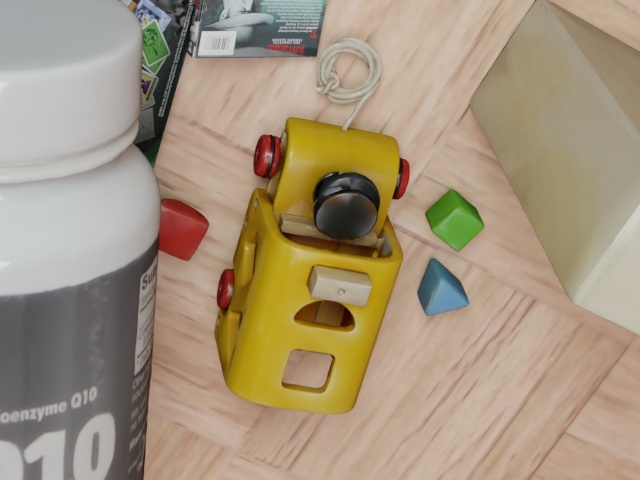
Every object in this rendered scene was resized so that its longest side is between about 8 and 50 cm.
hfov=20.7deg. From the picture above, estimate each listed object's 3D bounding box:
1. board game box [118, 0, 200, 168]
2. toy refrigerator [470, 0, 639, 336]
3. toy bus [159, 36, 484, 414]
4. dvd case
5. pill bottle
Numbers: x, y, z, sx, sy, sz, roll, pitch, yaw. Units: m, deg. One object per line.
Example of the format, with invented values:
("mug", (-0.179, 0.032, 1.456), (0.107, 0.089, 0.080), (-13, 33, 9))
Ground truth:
("board game box", (-0.166, -0.070, 1.085), (0.136, 0.030, 0.259), (12, 114, -15))
("toy refrigerator", (0.172, -0.038, 1.008), (0.102, 0.269, 0.094), (25, 111, -19))
("toy bus", (0.002, 0.011, 1.096), (0.191, 0.104, 0.202), (-31, 120, 7))
("dvd case", (-0.031, -0.166, 1.046), (0.087, 0.013, 0.119), (-5, 118, -28))
("pill bottle", (-0.197, 0.041, 1.007), (0.204, 0.204, 0.361), (1, 116, -8))
